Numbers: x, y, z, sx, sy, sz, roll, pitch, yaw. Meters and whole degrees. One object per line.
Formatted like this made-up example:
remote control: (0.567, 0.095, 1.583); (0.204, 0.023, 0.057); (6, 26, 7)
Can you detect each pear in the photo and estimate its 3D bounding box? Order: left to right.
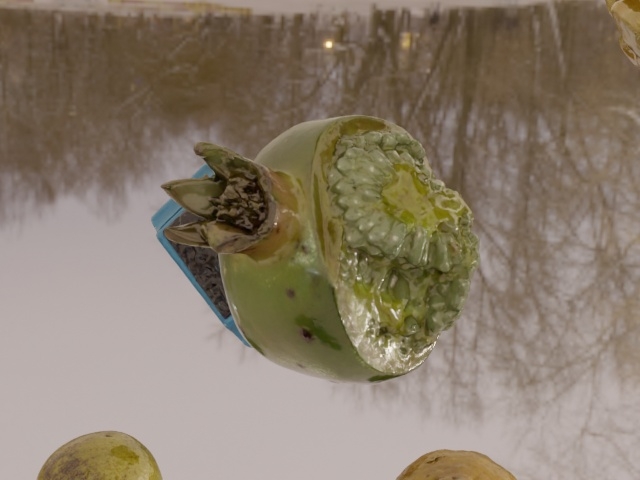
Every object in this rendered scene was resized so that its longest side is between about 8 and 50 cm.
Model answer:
pear: (-0.358, 0.402, 1.608); (0.197, 0.197, 0.197); (2, -168, 0)

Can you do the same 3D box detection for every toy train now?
toy train: (-0.115, 0.034, 1.667); (0.300, 0.188, 0.265); (50, -170, 18)

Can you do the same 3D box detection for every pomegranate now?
pomegranate: (0.000, 0.000, 0.950); (0.340, 0.261, 0.260); (23, 176, -40)

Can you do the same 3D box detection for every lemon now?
lemon: (0.168, 0.353, 1.233); (0.188, 0.188, 0.257); (5, 149, 15)

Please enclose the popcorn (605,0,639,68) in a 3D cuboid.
popcorn: (0.461, -0.259, 0.934); (0.344, 0.354, 0.390); (36, -166, -20)
